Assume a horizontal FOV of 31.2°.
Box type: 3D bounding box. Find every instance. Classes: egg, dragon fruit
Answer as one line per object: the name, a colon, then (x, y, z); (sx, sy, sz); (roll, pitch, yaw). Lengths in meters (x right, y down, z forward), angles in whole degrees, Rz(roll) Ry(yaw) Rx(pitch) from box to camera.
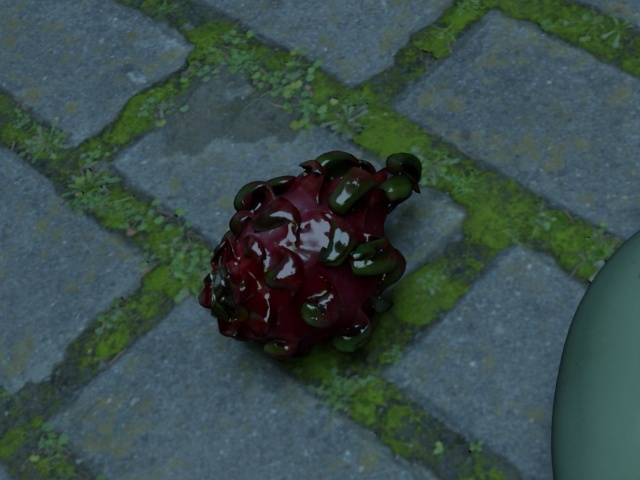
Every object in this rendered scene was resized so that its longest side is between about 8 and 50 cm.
egg: (0.328, 0.135, 1.028); (0.229, 0.230, 0.371); (14, 62, 23)
dragon fruit: (-0.007, -0.001, 1.234); (0.218, 0.198, 0.273); (-8, 59, 48)
